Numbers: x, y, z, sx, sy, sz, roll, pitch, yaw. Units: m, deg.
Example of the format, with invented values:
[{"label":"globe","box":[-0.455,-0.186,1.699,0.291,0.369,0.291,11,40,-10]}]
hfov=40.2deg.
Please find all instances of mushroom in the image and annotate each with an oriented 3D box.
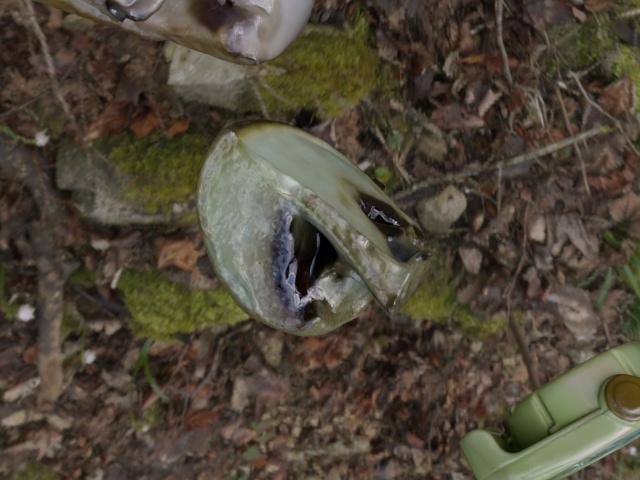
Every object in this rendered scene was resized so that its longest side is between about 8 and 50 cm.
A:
[{"label":"mushroom","box":[-0.002,-0.004,1.095,0.292,0.217,0.212,29,106,11]},{"label":"mushroom","box":[-0.229,-0.345,0.922,0.397,0.313,0.224,22,100,33]}]

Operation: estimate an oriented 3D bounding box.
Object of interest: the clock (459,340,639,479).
[{"label":"clock","box":[0.389,0.257,1.278,0.348,0.286,0.117,-34,67,11]}]
